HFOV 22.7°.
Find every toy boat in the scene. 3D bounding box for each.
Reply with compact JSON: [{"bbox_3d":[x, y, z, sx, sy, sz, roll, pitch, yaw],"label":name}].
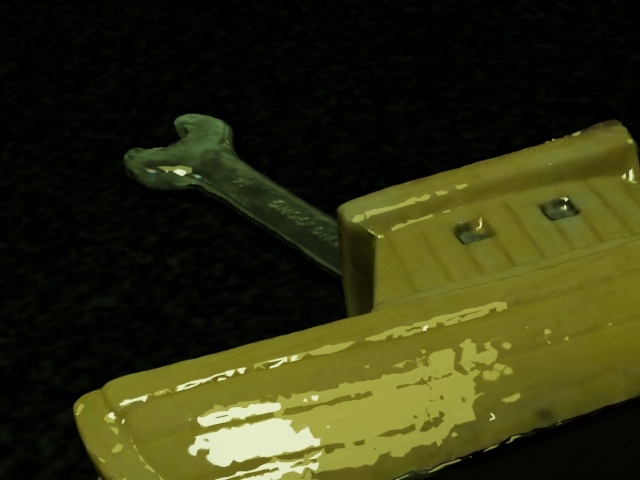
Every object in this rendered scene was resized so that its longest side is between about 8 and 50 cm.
[{"bbox_3d":[0.078,0.029,0.501,0.321,0.089,0.121,-18,45,-13],"label":"toy boat"}]

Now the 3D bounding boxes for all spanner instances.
[{"bbox_3d":[0.000,0.000,0.637,0.054,0.015,0.254,-26,37,-27],"label":"spanner"}]
